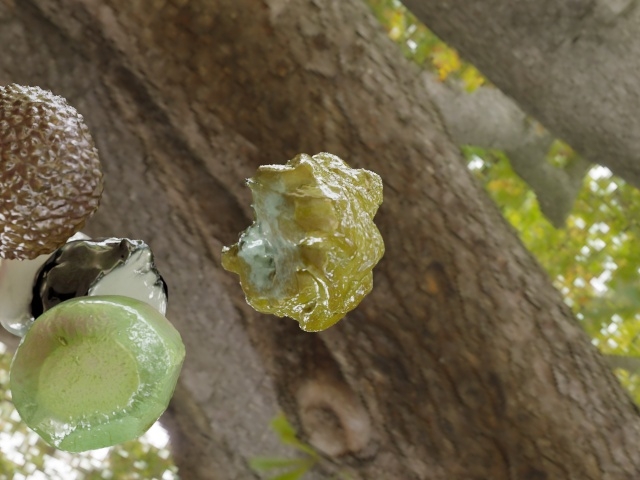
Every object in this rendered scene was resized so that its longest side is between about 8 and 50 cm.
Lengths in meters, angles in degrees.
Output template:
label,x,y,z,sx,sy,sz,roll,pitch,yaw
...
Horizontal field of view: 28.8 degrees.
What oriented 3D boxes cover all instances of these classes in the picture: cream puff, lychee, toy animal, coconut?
label,x,y,z,sx,sy,sz,roll,pitch,yaw
cream puff,0.005,0.000,2.141,0.274,0.270,0.323,53,-38,21
lychee,-0.319,-0.070,1.292,0.194,0.194,0.194,-33,-142,30
toy animal,-0.369,0.089,1.865,0.267,0.212,0.212,9,-113,43
coconut,-0.289,0.169,1.601,0.236,0.205,0.236,-61,-179,2
